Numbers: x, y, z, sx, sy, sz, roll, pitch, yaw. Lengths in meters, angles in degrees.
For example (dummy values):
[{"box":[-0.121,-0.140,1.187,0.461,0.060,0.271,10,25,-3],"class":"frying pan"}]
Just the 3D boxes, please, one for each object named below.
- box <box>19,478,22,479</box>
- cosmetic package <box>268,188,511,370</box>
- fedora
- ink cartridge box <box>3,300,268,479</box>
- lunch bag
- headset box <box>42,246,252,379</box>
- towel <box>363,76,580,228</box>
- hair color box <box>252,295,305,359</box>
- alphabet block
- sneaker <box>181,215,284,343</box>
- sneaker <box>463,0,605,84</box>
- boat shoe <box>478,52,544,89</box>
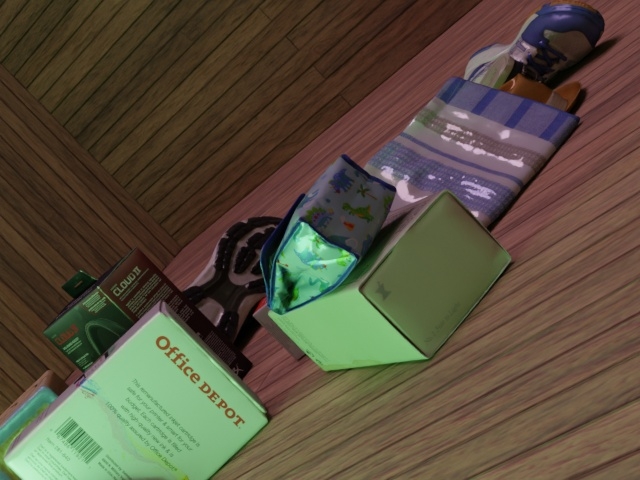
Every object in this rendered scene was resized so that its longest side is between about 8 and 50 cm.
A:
[{"box":[-0.381,0.398,1.795,0.149,0.127,0.232,-42,8,10],"class":"box"},{"box":[0.069,0.055,1.427,0.160,0.113,0.309,-47,10,-19],"class":"cosmetic package"},{"box":[0.272,-0.175,1.710,0.194,0.079,0.194,-42,8,7],"class":"fedora"},{"box":[-0.235,0.245,1.603,0.278,0.201,0.117,-44,9,-1],"class":"ink cartridge box"},{"box":[0.000,0.000,1.355,0.129,0.096,0.151,-57,0,-42],"class":"lunch bag"},{"box":[-0.287,0.159,1.951,0.218,0.293,0.110,-33,13,47],"class":"headset box"},{"box":[0.168,-0.099,1.575,0.209,0.034,0.285,25,59,38],"class":"towel"},{"box":[-0.001,0.078,1.700,0.167,0.093,0.053,-39,10,24],"class":"hair color box"},{"box":[-0.483,0.369,2.190,0.192,0.193,0.197,-43,8,-7],"class":"alphabet block"},{"box":[-0.168,0.110,2.226,0.410,0.158,0.182,-44,-11,-35],"class":"sneaker"},{"box":[0.321,-0.257,1.891,0.296,0.112,0.131,-33,31,57],"class":"sneaker"},{"box":[0.244,-0.167,1.848,0.233,0.079,0.084,-55,20,28],"class":"boat shoe"}]
